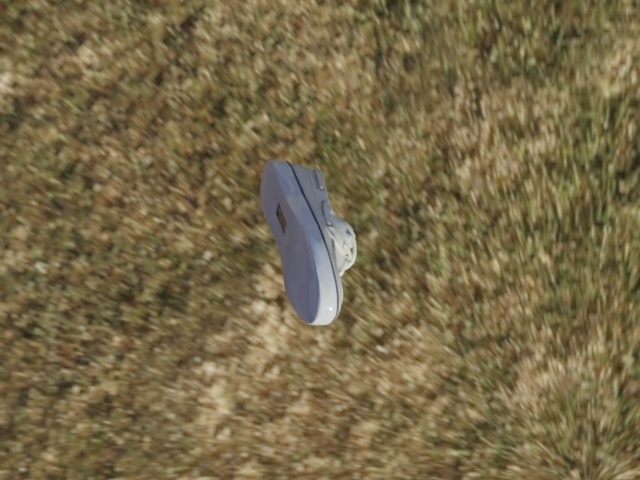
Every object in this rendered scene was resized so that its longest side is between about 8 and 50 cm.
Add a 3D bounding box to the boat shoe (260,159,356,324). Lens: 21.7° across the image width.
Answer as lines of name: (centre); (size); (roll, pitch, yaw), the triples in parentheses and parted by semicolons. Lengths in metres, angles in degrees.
boat shoe: (0.000, 0.000, 0.750); (0.035, 0.035, 0.100); (3, 36, -20)
